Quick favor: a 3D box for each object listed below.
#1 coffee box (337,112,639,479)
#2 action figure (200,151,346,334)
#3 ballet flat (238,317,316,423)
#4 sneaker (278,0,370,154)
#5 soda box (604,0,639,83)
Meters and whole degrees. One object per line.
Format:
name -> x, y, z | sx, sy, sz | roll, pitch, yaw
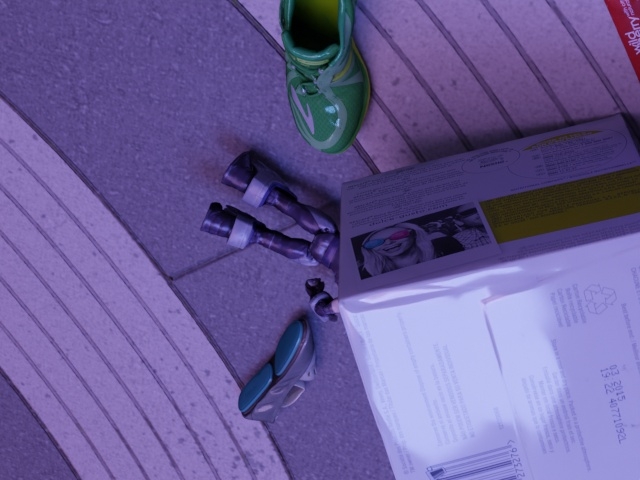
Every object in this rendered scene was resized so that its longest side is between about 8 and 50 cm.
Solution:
coffee box -> 0.225, 0.102, 1.875 | 0.338, 0.334, 0.337 | -14, 113, 7
action figure -> 0.000, 0.000, 2.136 | 0.285, 0.099, 0.185 | 29, 102, 7
ballet flat -> -0.042, 0.178, 2.340 | 0.068, 0.072, 0.213 | 17, 136, -20
sneaker -> -0.008, -0.223, 1.981 | 0.109, 0.123, 0.295 | 13, 129, 19
soda box -> 0.390, -0.187, 1.822 | 0.092, 0.083, 0.263 | -13, 115, 33
